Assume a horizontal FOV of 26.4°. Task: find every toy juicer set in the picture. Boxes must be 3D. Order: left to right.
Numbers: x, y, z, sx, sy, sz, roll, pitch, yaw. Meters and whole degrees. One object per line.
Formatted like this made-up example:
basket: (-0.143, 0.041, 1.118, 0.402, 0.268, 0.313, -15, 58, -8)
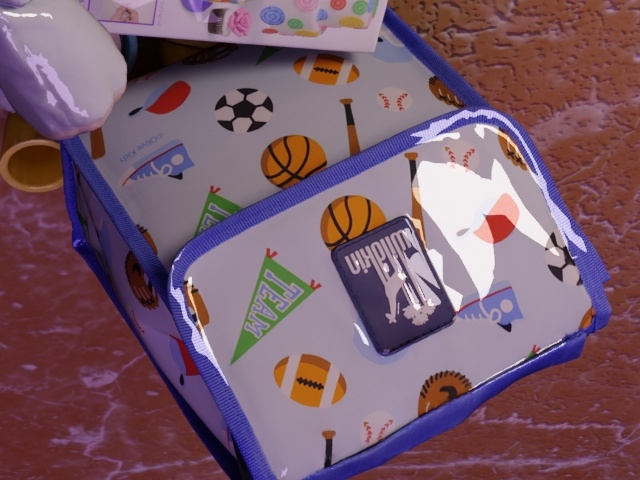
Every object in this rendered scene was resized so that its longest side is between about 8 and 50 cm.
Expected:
toy juicer set: (-0.185, -0.171, 1.147, 0.209, 0.089, 0.329, -7, 140, -8)

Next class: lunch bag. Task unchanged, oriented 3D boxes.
lunch bag: (0.000, 0.000, 1.111, 0.327, 0.385, 0.239, -26, 145, -15)

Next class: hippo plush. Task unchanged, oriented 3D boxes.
hippo plush: (-0.175, -0.240, 0.850, 0.236, 0.234, 0.294, -47, 149, -18)

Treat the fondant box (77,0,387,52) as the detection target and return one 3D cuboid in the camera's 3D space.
fondant box: (-0.097, -0.275, 1.005, 0.330, 0.096, 0.238, 2, 125, -18)
